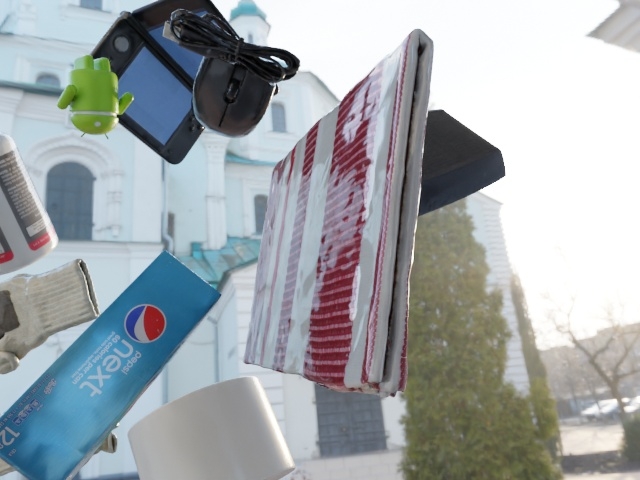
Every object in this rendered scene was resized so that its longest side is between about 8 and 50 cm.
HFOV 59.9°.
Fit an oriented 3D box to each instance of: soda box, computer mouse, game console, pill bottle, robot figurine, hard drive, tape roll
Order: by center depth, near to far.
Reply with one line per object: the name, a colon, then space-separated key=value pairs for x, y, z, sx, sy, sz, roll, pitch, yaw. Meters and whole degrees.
soda box: x=-0.184 y=0.112 z=0.495 sx=0.071 sy=0.210 sz=0.067 roll=38 pitch=-31 yaw=-1
hard drive: x=0.117 y=-0.109 z=0.780 sx=0.255 sy=0.172 sz=0.054 roll=-21 pitch=-43 yaw=-21
robot figurine: x=-0.328 y=-0.206 z=0.805 sx=0.067 sy=0.115 sz=0.101 roll=6 pitch=8 yaw=37
computer mouse: x=-0.148 y=-0.224 z=0.858 sx=0.189 sy=0.072 sz=0.272 roll=19 pitch=-17 yaw=-9
tape roll: x=-0.185 y=0.362 z=0.949 sx=0.246 sy=0.169 sz=0.246 roll=-23 pitch=-22 yaw=-10
pill bottle: x=-0.651 y=-0.103 z=1.065 sx=0.176 sy=0.318 sz=0.176 roll=-11 pitch=24 yaw=5
game console: x=-0.267 y=-0.299 z=1.081 sx=0.173 sy=0.250 sz=0.293 roll=26 pitch=-11 yaw=37

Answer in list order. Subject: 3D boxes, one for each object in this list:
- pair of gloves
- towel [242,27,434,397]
pair of gloves: x=-0.335 y=0.156 z=0.647 sx=0.204 sy=0.240 sz=0.042 roll=-13 pitch=-4 yaw=22
towel: x=0.000 y=0.000 z=0.484 sx=0.037 sy=0.237 sz=0.329 roll=11 pitch=-12 yaw=-18
